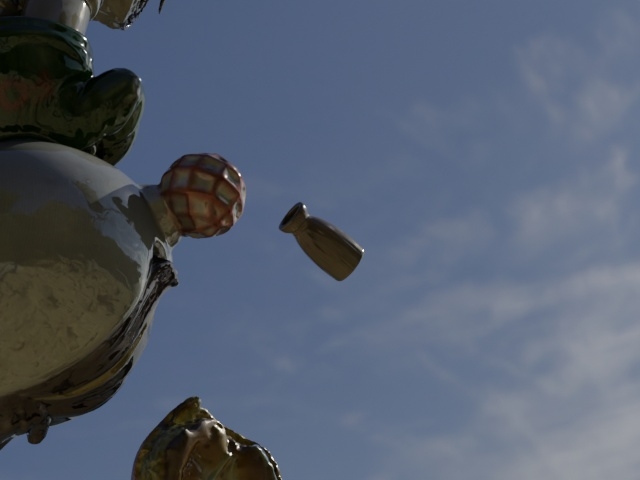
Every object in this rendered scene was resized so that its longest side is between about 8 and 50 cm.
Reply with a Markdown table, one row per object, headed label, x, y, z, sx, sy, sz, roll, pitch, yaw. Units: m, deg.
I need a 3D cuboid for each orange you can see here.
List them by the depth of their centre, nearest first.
| label | x | y | z | sx | sy | sz | roll | pitch | yaw |
| --- | --- | --- | --- | --- | --- | --- | --- | --- | --- |
| orange | -0.118 | 0.241 | 1.557 | 0.160 | 0.170 | 0.112 | -10 | -15 | -45 |

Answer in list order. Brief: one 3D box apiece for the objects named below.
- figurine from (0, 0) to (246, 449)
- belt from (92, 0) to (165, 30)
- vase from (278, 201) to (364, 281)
| label | x | y | z | sx | sy | sz | roll | pitch | yaw |
| --- | --- | --- | --- | --- | --- | --- | --- | --- | --- |
| figurine | -0.189 | -0.035 | 1.023 | 0.281 | 0.370 | 0.167 | -12 | -35 | 14 |
| belt | -0.225 | -0.343 | 1.899 | 0.126 | 0.139 | 0.230 | 32 | -32 | -2 |
| vase | 0.000 | 0.000 | 1.949 | 0.101 | 0.053 | 0.053 | 39 | -44 | -14 |
